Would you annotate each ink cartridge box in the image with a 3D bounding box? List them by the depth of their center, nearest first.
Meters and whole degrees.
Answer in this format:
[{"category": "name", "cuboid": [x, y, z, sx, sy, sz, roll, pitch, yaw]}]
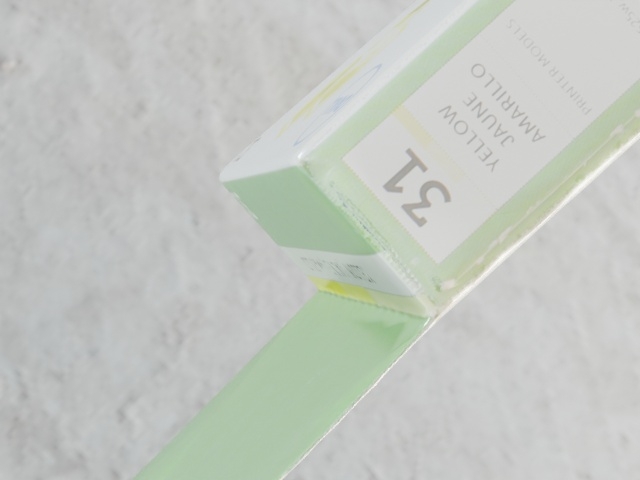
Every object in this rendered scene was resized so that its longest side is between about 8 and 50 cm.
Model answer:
[{"category": "ink cartridge box", "cuboid": [0.000, 0.000, 0.470, 0.056, 0.235, 0.171, 49, -6, -6]}]
